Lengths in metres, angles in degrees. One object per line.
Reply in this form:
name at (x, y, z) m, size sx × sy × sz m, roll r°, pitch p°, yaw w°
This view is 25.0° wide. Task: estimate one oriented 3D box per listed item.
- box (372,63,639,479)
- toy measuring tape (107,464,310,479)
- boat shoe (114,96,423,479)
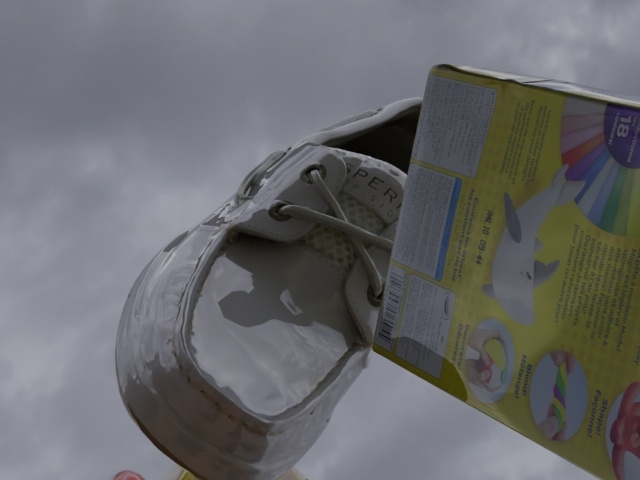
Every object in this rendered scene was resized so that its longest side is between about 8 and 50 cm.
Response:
box at (0.084, 0.010, 0.427) m, size 0.043 × 0.179 × 0.105 m, roll 7°, pitch -80°, yaw -27°
toy measuring tape at (-0.062, 0.147, 0.757) m, size 0.121 × 0.330 × 0.121 m, roll 5°, pitch -67°, yaw 13°
boat shoe at (0.000, 0.000, 0.621) m, size 0.098 × 0.277 × 0.096 m, roll 42°, pitch -61°, yaw -6°
